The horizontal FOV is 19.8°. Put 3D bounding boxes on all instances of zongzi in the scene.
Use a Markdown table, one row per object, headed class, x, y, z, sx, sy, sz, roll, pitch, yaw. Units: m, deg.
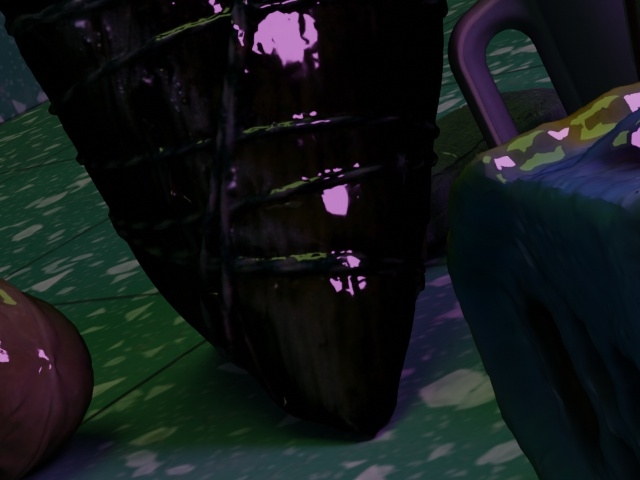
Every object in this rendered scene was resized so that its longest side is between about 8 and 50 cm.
| class | x | y | z | sx | sy | sz | roll | pitch | yaw |
| --- | --- | --- | --- | --- | --- | --- | --- | --- | --- |
| zongzi | -0.090 | -0.102 | 1.104 | 0.362 | 0.383 | 0.319 | 7 | 0 | -21 |

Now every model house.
| class | x | y | z | sx | sy | sz | roll | pitch | yaw |
| --- | --- | --- | --- | --- | --- | --- | --- | --- | --- |
| model house | 0.192 | 0.016 | 0.673 | 0.237 | 0.215 | 0.303 | -24 | 8 | -8 |

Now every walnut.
| class | x | y | z | sx | sy | sz | roll | pitch | yaw |
| --- | --- | --- | --- | --- | --- | --- | --- | --- | --- |
| walnut | -0.221 | 0.089 | 1.157 | 0.162 | 0.140 | 0.140 | -24 | 9 | 41 |

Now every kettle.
| class | x | y | z | sx | sy | sz | roll | pitch | yaw |
| --- | --- | --- | --- | --- | --- | --- | --- | --- | --- |
| kettle | 0.187 | -0.135 | 1.172 | 0.210 | 0.243 | 0.160 | -20 | 12 | -3 |

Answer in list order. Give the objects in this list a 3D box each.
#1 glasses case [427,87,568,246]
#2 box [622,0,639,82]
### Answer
| class | x | y | z | sx | sy | sz | roll | pitch | yaw |
| --- | --- | --- | --- | --- | --- | --- | --- | --- | --- |
| glasses case | 0.090 | -0.048 | 1.359 | 0.109 | 0.067 | 0.282 | -5 | 20 | 43 |
| box | 0.300 | -0.129 | 0.838 | 0.294 | 0.193 | 0.167 | 11 | 58 | 23 |
